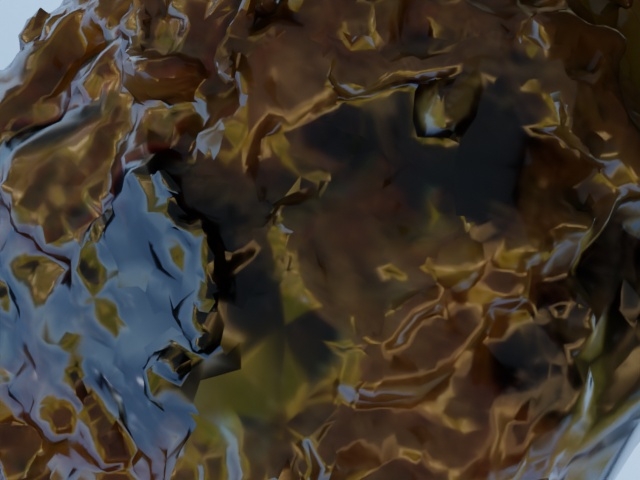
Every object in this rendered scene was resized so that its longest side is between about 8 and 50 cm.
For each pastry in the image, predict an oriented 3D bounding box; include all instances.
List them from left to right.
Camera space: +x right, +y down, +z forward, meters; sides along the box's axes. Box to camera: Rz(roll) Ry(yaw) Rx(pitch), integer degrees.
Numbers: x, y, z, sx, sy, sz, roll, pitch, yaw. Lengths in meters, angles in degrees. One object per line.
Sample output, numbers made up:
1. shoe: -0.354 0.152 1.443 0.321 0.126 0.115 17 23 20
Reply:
1. pastry: -0.002 0.017 0.615 0.292 0.405 0.337 11 -131 -53
